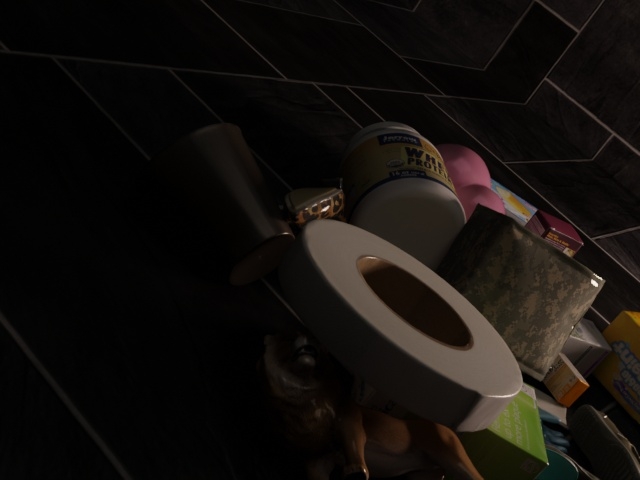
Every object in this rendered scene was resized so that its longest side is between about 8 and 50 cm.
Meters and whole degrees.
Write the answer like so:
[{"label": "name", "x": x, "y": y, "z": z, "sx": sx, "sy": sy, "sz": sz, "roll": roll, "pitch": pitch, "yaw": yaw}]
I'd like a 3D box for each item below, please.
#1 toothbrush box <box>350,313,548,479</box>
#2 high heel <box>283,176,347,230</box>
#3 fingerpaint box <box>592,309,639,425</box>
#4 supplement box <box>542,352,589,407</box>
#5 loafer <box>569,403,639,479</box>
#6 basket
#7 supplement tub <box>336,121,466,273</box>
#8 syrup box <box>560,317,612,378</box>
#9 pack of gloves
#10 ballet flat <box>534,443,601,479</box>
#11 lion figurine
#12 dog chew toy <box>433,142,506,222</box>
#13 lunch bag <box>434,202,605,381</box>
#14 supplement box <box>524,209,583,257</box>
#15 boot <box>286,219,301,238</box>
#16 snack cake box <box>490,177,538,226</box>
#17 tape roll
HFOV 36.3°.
[{"label": "toothbrush box", "x": 0.195, "y": 0.257, "z": 1.514, "sx": 0.283, "sy": 0.122, "sz": 0.206, "roll": 30, "pitch": 24, "yaw": -7}, {"label": "high heel", "x": 0.000, "y": 0.000, "z": 1.664, "sx": 0.093, "sy": 0.186, "sz": 0.261, "roll": 1, "pitch": 12, "yaw": 16}, {"label": "fingerpaint box", "x": 0.829, "y": 0.358, "z": 2.083, "sx": 0.371, "sy": 0.163, "sz": 0.445, "roll": 8, "pitch": 36, "yaw": -46}, {"label": "supplement box", "x": 0.468, "y": 0.267, "z": 1.899, "sx": 0.036, "sy": 0.062, "sz": 0.098, "roll": 29, "pitch": 17, "yaw": -32}, {"label": "loafer", "x": 0.533, "y": 0.390, "z": 1.733, "sx": 0.087, "sy": 0.094, "sz": 0.251, "roll": 19, "pitch": 28, "yaw": -22}, {"label": "basket", "x": -0.157, "y": -0.051, "z": 1.593, "sx": 0.204, "sy": 0.154, "sz": 0.227, "roll": -28, "pitch": 67, "yaw": -21}, {"label": "supplement tub", "x": 0.152, "y": -0.086, "z": 1.955, "sx": 0.228, "sy": 0.228, "sz": 0.316, "roll": 25, "pitch": 26, "yaw": -20}, {"label": "syrup box", "x": 0.473, "y": 0.199, "z": 2.002, "sx": 0.237, "sy": 0.096, "sz": 0.093, "roll": 20, "pitch": 30, "yaw": -31}, {"label": "pack of gloves", "x": 0.369, "y": 0.280, "z": 1.786, "sx": 0.232, "sy": 0.046, "sz": 0.195, "roll": 34, "pitch": 25, "yaw": -2}, {"label": "ballet flat", "x": 0.415, "y": 0.403, "z": 1.615, "sx": 0.213, "sy": 0.072, "sz": 0.068, "roll": 33, "pitch": -3, "yaw": -5}, {"label": "lion figurine", "x": 0.082, "y": 0.277, "z": 1.332, "sx": 0.392, "sy": 0.142, "sz": 0.240, "roll": 31, "pitch": 26, "yaw": -24}, {"label": "dog chew toy", "x": 0.316, "y": -0.057, "z": 2.163, "sx": 0.206, "sy": 0.206, "sz": 0.332, "roll": 9, "pitch": 42, "yaw": -44}, {"label": "lunch bag", "x": 0.363, "y": 0.104, "z": 1.814, "sx": 0.287, "sy": 0.235, "sz": 0.169, "roll": 31, "pitch": 2, "yaw": -22}, {"label": "supplement box", "x": 0.485, "y": 0.037, "z": 2.201, "sx": 0.104, "sy": 0.188, "sz": 0.081, "roll": 23, "pitch": 26, "yaw": -25}, {"label": "boot", "x": -0.027, "y": -0.019, "z": 1.821, "sx": 0.158, "sy": 0.059, "sz": 0.084, "roll": 19, "pitch": 24, "yaw": -49}, {"label": "snack cake box", "x": 0.427, "y": -0.089, "z": 2.480, "sx": 0.264, "sy": 0.089, "sz": 0.152, "roll": 34, "pitch": 23, "yaw": -2}, {"label": "tape roll", "x": 0.117, "y": 0.114, "z": 1.410, "sx": 0.392, "sy": 0.072, "sz": 0.392, "roll": 32, "pitch": 18, "yaw": -11}]
